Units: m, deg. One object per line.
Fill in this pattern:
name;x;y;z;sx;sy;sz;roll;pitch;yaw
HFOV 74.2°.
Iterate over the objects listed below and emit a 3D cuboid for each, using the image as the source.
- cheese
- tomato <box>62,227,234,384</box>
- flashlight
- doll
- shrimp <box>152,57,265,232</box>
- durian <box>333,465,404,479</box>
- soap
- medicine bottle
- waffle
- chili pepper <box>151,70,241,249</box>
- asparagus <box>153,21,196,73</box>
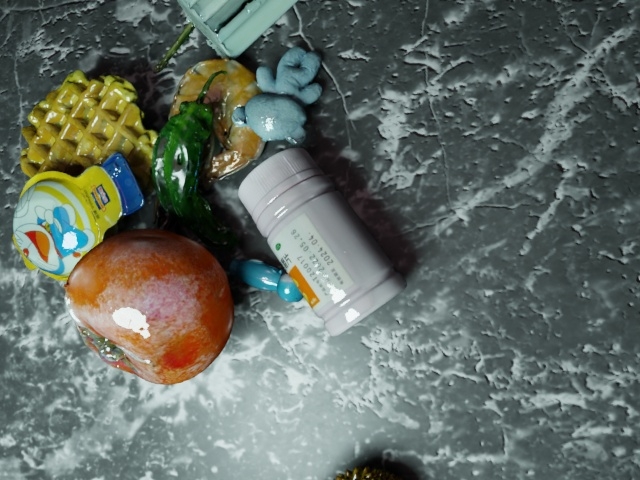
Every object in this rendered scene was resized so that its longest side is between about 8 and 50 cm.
cheese;-0.375;-0.036;0.642;0.271;0.069;0.176;-26;90;19
tomato;-0.225;0.083;0.593;0.232;0.231;0.188;24;50;12
flashlight;-0.084;0.061;0.660;0.129;0.051;0.051;15;87;15
doll;-0.056;-0.228;0.677;0.120;0.075;0.179;20;62;6
shrimp;-0.182;-0.144;0.695;0.165;0.062;0.316;18;90;5
durian;0.060;0.390;0.562;0.158;0.137;0.168;40;79;-7
soap;-0.110;-0.436;0.690;0.261;0.094;0.150;-42;74;2
medicine bottle;0.000;0.000;0.606;0.133;0.133;0.249;-35;80;6
waffle;-0.388;-0.125;0.701;0.301;0.058;0.281;-26;87;22
chili pepper;-0.188;-0.117;0.637;0.122;0.065;0.278;-7;105;-31
asparagus;-0.259;-0.339;0.748;0.014;0.015;0.114;37;91;10
